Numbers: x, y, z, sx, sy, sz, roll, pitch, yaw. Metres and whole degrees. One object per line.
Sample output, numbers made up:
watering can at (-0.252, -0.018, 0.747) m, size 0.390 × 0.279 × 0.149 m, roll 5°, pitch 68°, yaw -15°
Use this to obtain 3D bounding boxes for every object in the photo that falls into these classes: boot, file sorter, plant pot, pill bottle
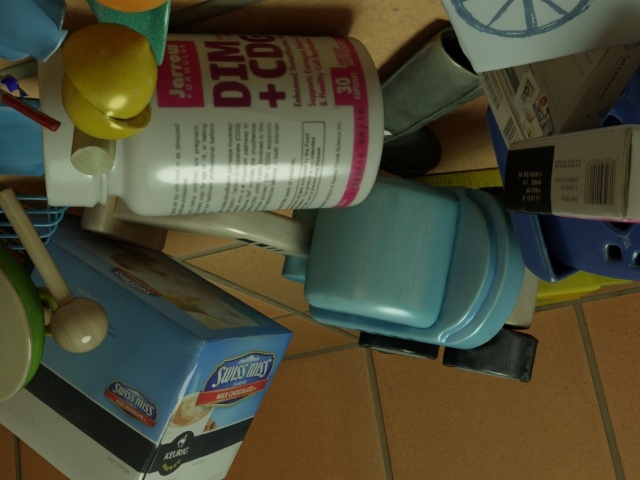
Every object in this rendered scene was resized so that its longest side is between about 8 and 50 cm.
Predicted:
boot at (0.125, -0.147, 0.881) m, size 0.189 × 0.076 × 0.208 m, roll 2°, pitch 154°, yaw -40°
file sorter at (-0.324, -0.064, 0.843) m, size 0.118 × 0.105 × 0.170 m, roll 0°, pitch 162°, yaw -29°
plant pot at (0.313, -0.082, 0.827) m, size 0.212 × 0.236 × 0.236 m, roll -13°, pitch -177°, yaw 39°
pill bottle at (-0.100, -0.103, 0.725) m, size 0.283 × 0.160 × 0.160 m, roll -4°, pitch 163°, yaw -17°

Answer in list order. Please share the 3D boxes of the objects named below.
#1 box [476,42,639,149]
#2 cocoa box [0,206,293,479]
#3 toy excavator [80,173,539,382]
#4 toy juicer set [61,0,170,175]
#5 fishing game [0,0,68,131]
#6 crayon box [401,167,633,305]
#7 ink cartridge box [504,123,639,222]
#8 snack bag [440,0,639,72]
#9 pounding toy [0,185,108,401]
box at (0.190, -0.154, 0.659) m, size 0.038 × 0.145 × 0.186 m, roll -7°, pitch 148°, yaw -12°
cocoa box at (-0.258, 0.132, 1.011) m, size 0.347 × 0.228 × 0.231 m, roll 29°, pitch -173°, yaw 22°
toy excavator at (0.000, 0.000, 0.967) m, size 0.445 × 0.222 × 0.432 m, roll 20°, pitch 169°, yaw -41°
toy juicer set at (-0.104, -0.144, 0.496) m, size 0.089 × 0.209 × 0.329 m, roll 4°, pitch 160°, yaw -15°
fishing game at (-0.216, -0.184, 0.462) m, size 0.189 × 0.041 × 0.264 m, roll 28°, pitch 147°, yaw 9°
crayon box at (0.278, -0.002, 1.200) m, size 0.318 × 0.202 × 0.081 m, roll -6°, pitch 164°, yaw -8°
ink cartridge box at (0.340, -0.036, 0.585) m, size 0.370 × 0.069 × 0.176 m, roll 1°, pitch -177°, yaw -10°
snack bag at (0.155, -0.228, 0.388) m, size 0.323 × 0.037 × 0.342 m, roll -5°, pitch 145°, yaw 35°
pounding toy at (-0.310, 0.052, 0.823) m, size 0.236 × 0.183 × 0.110 m, roll -24°, pitch -175°, yaw 31°
